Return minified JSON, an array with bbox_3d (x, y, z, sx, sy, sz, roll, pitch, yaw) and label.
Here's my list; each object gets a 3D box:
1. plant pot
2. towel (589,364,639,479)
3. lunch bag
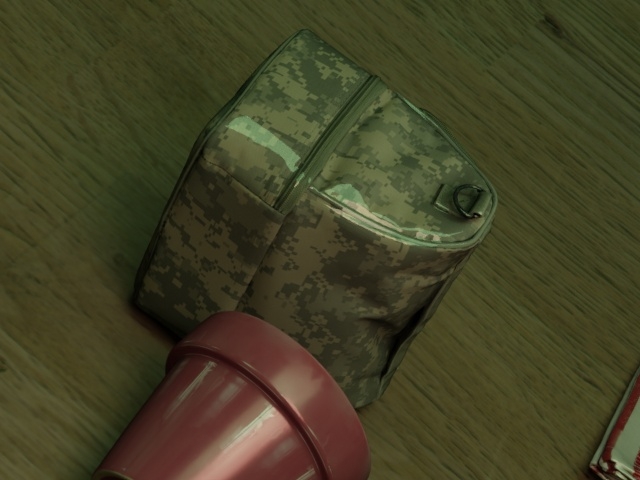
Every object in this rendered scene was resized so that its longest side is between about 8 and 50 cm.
[{"bbox_3d":[-0.089,0.190,1.680,0.201,0.201,0.180,45,59,9],"label":"plant pot"},{"bbox_3d":[0.444,0.263,2.025,0.329,0.037,0.237,37,36,2],"label":"towel"},{"bbox_3d":[0.000,0.000,1.807,0.256,0.305,0.212,35,46,4],"label":"lunch bag"}]
